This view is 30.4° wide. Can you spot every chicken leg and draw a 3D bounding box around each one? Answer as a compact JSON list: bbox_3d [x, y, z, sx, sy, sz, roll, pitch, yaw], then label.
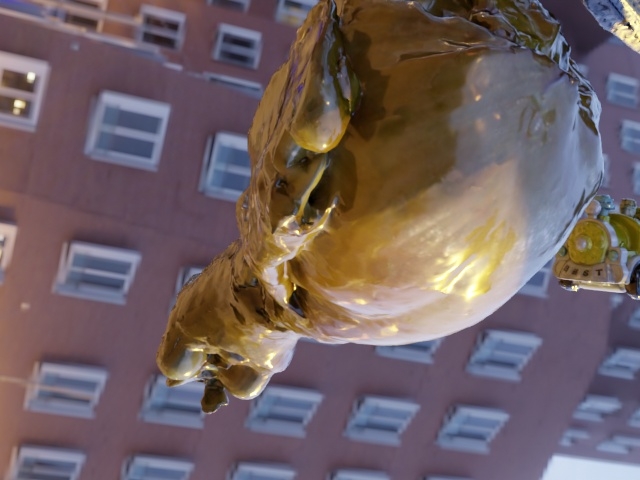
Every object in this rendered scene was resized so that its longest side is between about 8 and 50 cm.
[{"bbox_3d":[0.000,0.000,0.616,0.201,0.152,0.429,-51,-175,-31],"label":"chicken leg"}]

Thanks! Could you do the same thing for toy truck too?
[{"bbox_3d":[0.229,0.004,0.913,0.076,0.111,0.077,6,-87,41],"label":"toy truck"}]

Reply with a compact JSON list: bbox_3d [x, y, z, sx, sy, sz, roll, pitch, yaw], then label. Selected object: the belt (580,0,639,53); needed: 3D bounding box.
[{"bbox_3d":[0.254,-0.204,0.881,0.122,0.218,0.128,-42,-124,25],"label":"belt"}]
